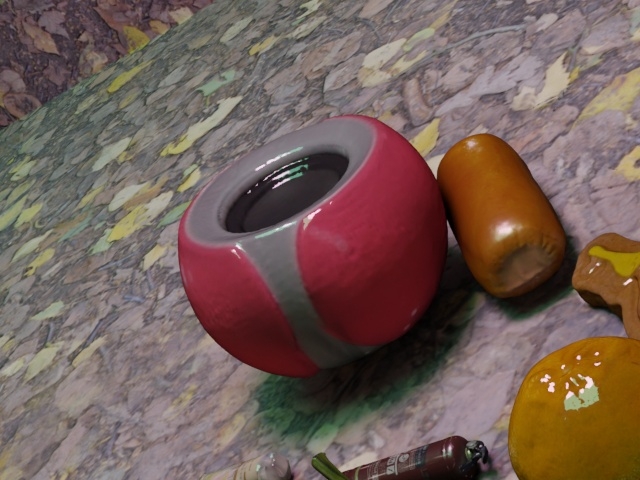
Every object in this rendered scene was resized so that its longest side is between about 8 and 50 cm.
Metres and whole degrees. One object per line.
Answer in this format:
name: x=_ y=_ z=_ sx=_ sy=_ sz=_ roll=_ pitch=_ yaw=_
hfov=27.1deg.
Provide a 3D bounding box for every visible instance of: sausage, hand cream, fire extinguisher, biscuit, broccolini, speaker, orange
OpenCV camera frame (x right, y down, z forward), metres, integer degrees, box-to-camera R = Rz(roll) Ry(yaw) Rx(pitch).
sausage: x=0.187 y=-0.032 z=1.409 sx=0.105 sy=0.105 sz=0.274 roll=-34 pitch=26 yaw=11
hand cream: x=-0.089 y=0.251 z=1.386 sx=0.143 sy=0.039 sz=0.061 roll=-24 pitch=31 yaw=39
fire extinguisher: x=0.089 y=0.208 z=1.203 sx=0.158 sy=0.043 sz=0.064 roll=-23 pitch=8 yaw=30
biscuit: x=0.338 y=0.025 z=1.175 sx=0.186 sy=0.044 sz=0.295 roll=-42 pitch=24 yaw=-2
broccolini: x=0.057 y=0.233 z=1.154 sx=0.044 sy=0.042 sz=0.218 roll=-45 pitch=40 yaw=-8
speaker: x=0.000 y=0.000 z=1.410 sx=0.294 sy=0.294 sz=0.294 roll=-31 pitch=26 yaw=17
orange: x=0.218 y=0.145 z=1.024 sx=0.159 sy=0.136 sz=0.159 roll=-28 pitch=28 yaw=16
